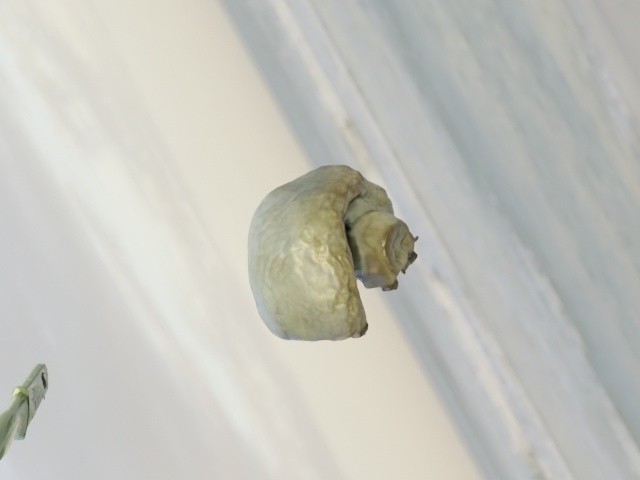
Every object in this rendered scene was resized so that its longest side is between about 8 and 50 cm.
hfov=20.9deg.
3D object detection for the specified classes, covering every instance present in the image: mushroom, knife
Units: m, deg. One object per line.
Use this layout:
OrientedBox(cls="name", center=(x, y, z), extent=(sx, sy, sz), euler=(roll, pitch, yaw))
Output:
OrientedBox(cls="mushroom", center=(-0.006, -0.001, 2.119), extent=(0.267, 0.189, 0.164), euler=(-53, -52, -50))
OrientedBox(cls="knife", center=(-0.248, 0.144, 1.414), extent=(0.293, 0.019, 0.043), euler=(-95, 5, -80))
